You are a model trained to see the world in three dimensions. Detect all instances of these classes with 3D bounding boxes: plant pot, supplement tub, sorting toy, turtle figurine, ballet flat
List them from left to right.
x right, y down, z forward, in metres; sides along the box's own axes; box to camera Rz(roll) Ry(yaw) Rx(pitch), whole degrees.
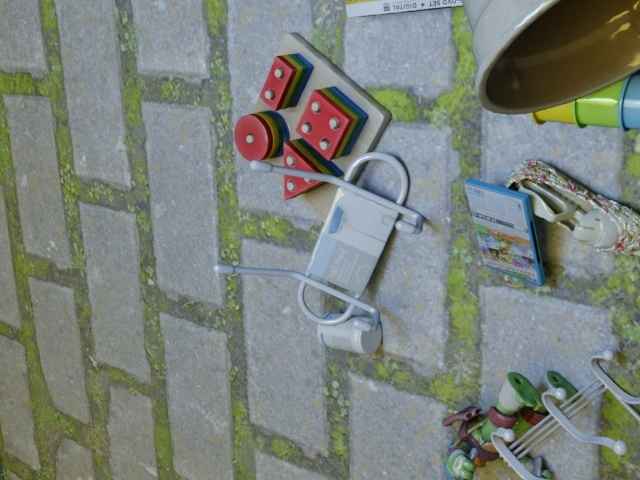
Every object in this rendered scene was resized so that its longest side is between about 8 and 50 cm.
[{"bbox_3d":[-0.038,-0.196,1.550,0.257,0.089,0.256,44,128,21],"label":"sorting toy"},{"bbox_3d":[0.053,0.174,1.609,0.107,0.071,0.071,6,108,40],"label":"supplement tub"},{"bbox_3d":[0.307,0.352,1.368,0.197,0.275,0.266,24,121,-6],"label":"turtle figurine"},{"bbox_3d":[0.279,-0.369,1.017,0.334,0.333,0.306,-38,67,42],"label":"plant pot"},{"bbox_3d":[0.371,-0.037,1.255,0.241,0.077,0.091,33,135,29],"label":"ballet flat"}]

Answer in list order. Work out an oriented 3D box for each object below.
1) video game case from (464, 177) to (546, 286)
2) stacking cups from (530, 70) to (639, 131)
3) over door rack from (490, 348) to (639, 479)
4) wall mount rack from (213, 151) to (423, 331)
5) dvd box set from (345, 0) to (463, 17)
[{"bbox_3d":[0.286,-0.012,1.323,0.119,0.015,0.166,23,141,48],"label":"video game case"},{"bbox_3d":[0.438,-0.182,1.134,0.316,0.096,0.096,15,114,38],"label":"stacking cups"},{"bbox_3d":[0.433,0.340,1.214,0.324,0.239,0.108,54,156,14],"label":"over door rack"},{"bbox_3d":[0.000,0.000,1.481,0.304,0.130,0.350,23,112,2],"label":"wall mount rack"},{"bbox_3d":[0.149,-0.559,1.276,0.307,0.062,0.421,7,110,39],"label":"dvd box set"}]
